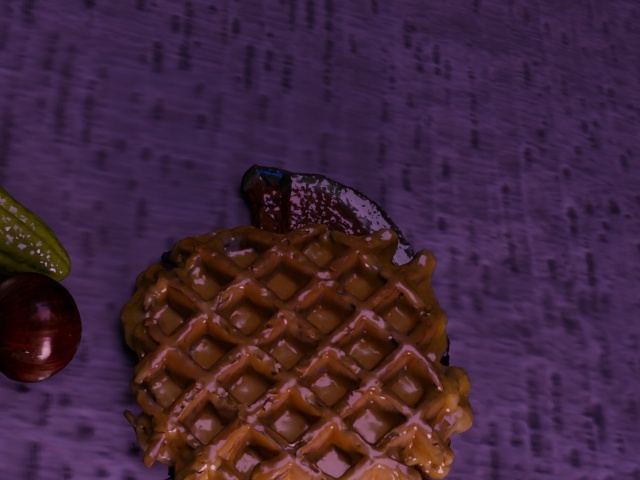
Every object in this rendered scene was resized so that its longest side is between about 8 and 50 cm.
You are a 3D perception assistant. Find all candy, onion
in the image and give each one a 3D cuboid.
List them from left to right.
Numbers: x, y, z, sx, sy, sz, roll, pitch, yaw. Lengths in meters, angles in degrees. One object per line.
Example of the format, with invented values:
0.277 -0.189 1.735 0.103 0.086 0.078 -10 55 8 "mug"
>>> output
-0.360 -0.018 1.755 0.209 0.097 0.096 33 46 -13 "candy"
-0.303 0.088 1.699 0.118 0.118 0.117 -24 76 -40 "onion"

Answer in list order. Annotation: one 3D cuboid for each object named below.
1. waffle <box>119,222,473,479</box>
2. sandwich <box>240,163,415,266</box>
-0.026 0.136 1.781 0.382 0.095 0.379 -2 56 -11 "waffle"
0.002 -0.011 1.969 0.235 0.079 0.159 46 47 7 "sandwich"
